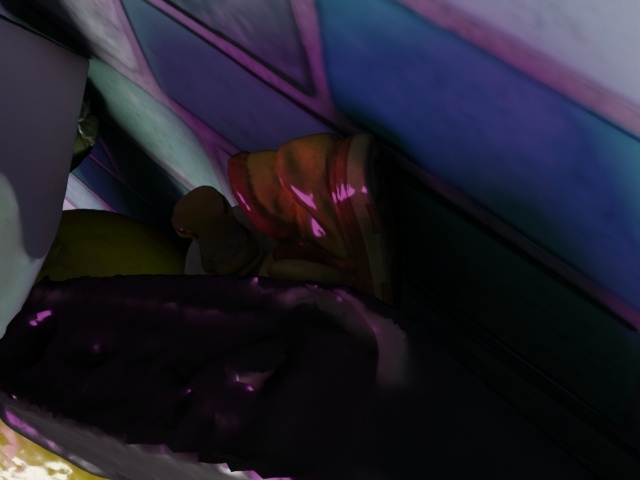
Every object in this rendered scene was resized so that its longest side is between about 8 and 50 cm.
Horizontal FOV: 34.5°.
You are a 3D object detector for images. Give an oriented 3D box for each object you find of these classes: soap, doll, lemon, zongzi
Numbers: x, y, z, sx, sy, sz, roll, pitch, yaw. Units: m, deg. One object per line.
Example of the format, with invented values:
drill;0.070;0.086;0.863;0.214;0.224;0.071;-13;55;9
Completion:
soap;-0.271;0.003;0.658;0.193;0.324;0.109;29;-176;42
doll;-0.026;0.044;0.588;0.129;0.081;0.207;47;167;36
lemon;-0.190;0.110;0.813;0.268;0.268;0.322;35;162;35
zongzi;-0.203;-0.107;0.733;0.119;0.055;0.109;61;159;-4

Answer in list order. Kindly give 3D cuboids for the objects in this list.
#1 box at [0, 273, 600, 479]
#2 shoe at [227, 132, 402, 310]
box;0.020;0.143;0.517;0.350;0.091;0.359;42;157;-28
shoe;0.000;-0.004;0.446;0.069;0.072;0.109;2;155;9
